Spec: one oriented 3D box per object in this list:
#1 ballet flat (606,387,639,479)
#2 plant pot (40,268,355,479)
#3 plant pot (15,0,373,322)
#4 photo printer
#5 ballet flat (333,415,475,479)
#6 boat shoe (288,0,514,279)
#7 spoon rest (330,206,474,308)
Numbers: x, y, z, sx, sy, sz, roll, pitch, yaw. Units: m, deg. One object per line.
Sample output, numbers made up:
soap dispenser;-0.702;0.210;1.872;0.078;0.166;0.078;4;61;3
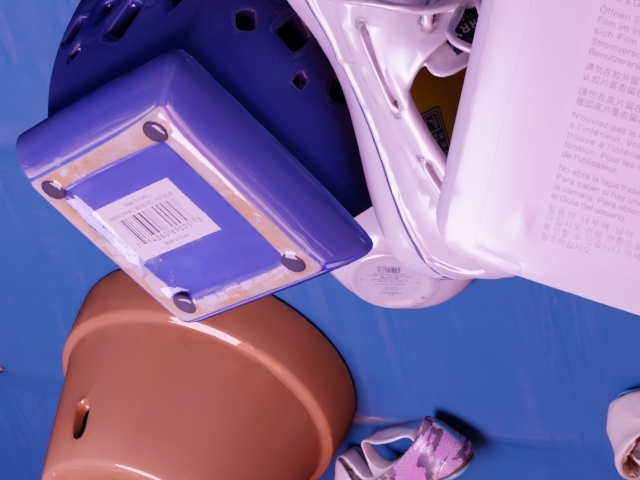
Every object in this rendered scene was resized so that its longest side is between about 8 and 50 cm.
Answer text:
ballet flat;0.343;0.151;1.413;0.248;0.086;0.086;-24;122;43
plant pot;-0.133;0.192;1.611;0.291;0.203;0.291;14;139;12
plant pot;-0.069;-0.084;1.247;0.236;0.212;0.236;-21;123;45
photo printer;0.209;-0.103;0.911;0.256;0.107;0.307;17;125;12
ballet flat;0.062;0.228;1.666;0.079;0.077;0.221;49;134;-1
boat shoe;0.073;-0.137;1.098;0.156;0.136;0.367;3;116;54
spoon rest;0.000;0.000;1.437;0.276;0.084;0.137;3;140;5
